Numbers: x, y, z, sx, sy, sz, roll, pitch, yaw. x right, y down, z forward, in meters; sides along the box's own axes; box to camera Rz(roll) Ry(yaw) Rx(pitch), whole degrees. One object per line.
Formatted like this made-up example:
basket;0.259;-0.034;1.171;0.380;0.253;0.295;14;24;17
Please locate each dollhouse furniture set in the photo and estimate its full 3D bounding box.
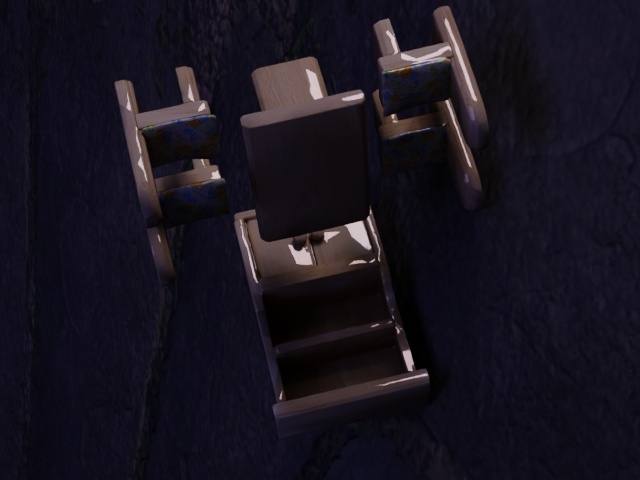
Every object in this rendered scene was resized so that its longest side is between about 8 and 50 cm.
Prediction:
dollhouse furniture set;0.000;0.000;1.030;0.242;0.212;0.161;84;171;-61
